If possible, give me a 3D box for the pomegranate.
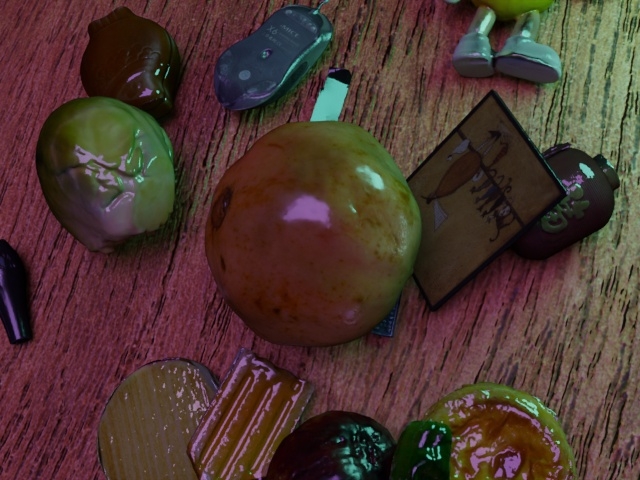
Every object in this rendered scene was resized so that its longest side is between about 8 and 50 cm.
[{"bbox_3d":[0.000,0.000,1.388,0.412,0.411,0.411,-4,71,13],"label":"pomegranate"}]

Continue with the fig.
[{"bbox_3d":[0.020,0.418,1.330,0.263,0.224,0.224,-34,67,0],"label":"fig"}]

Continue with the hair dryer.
[{"bbox_3d":[-0.746,0.145,1.697,0.272,0.091,0.235,-23,78,19],"label":"hair dryer"}]

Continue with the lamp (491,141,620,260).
[{"bbox_3d":[0.415,-0.073,1.409,0.258,0.180,0.180,-31,67,4],"label":"lamp"}]

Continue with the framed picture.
[{"bbox_3d":[0.258,-0.069,1.417,0.338,0.014,0.255,-47,52,32],"label":"framed picture"}]

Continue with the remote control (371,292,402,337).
[{"bbox_3d":[0.136,0.109,1.501,0.044,0.027,0.152,12,77,13],"label":"remote control"}]

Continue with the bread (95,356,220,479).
[{"bbox_3d":[-0.296,0.378,1.507,0.301,0.045,0.301,-5,71,13],"label":"bread"}]

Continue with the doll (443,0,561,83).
[{"bbox_3d":[0.406,-0.514,1.580,0.348,0.161,0.423,37,85,9],"label":"doll"}]

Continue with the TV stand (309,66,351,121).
[{"bbox_3d":[0.005,-0.243,1.642,0.049,0.040,0.256,14,76,18],"label":"TV stand"}]

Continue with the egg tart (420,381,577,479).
[{"bbox_3d":[0.288,0.390,1.322,0.295,0.116,0.294,-5,69,14],"label":"egg tart"}]

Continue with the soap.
[{"bbox_3d":[-0.138,0.345,1.424,0.160,0.080,0.257,29,73,-1],"label":"soap"}]

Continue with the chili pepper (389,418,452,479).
[{"bbox_3d":[0.156,0.408,1.240,0.099,0.083,0.253,9,71,-9],"label":"chili pepper"}]

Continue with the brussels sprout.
[{"bbox_3d":[-0.431,-0.140,1.605,0.268,0.344,0.344,-30,62,-36],"label":"brussels sprout"}]

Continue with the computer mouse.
[{"bbox_3d":[-0.073,-0.411,1.696,0.379,0.090,0.167,-44,68,-9],"label":"computer mouse"}]

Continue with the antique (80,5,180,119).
[{"bbox_3d":[-0.419,-0.383,1.747,0.223,0.129,0.278,-32,67,2],"label":"antique"}]
